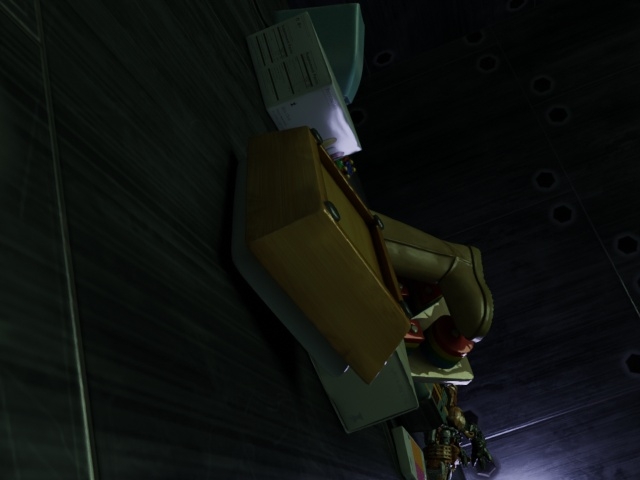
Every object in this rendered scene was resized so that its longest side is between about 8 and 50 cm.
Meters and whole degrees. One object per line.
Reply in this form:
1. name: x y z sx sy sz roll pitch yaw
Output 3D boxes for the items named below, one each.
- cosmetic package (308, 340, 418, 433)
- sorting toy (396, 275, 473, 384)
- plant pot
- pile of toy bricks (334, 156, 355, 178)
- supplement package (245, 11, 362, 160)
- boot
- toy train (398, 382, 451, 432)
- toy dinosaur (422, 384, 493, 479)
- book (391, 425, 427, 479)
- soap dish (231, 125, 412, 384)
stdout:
1. cosmetic package: 0.057 0.128 1.041 0.309 0.113 0.160 -91 159 -71
2. sorting toy: 0.178 0.145 1.348 0.255 0.089 0.257 9 46 -28
3. plant pot: 0.008 -0.530 2.021 0.247 0.247 0.253 -18 105 -82
4. pile of toy bricks: 0.006 -0.218 1.689 0.105 0.118 0.212 29 -22 30
5. supplement package: -0.031 -0.312 1.476 0.262 0.145 0.204 54 17 -61
6. boot: 0.183 0.065 1.303 0.236 0.269 0.089 -91 -156 -47
7. toy train: 0.199 0.267 1.533 0.334 0.142 0.190 64 29 -22
8. toy dinosaur: 0.326 0.474 1.698 0.322 0.164 0.218 -55 133 -25
9. book: 0.183 0.447 1.369 0.144 0.035 0.096 60 15 -46
10. soap dish: 0.000 0.000 0.828 0.229 0.118 0.291 52 14 -27
